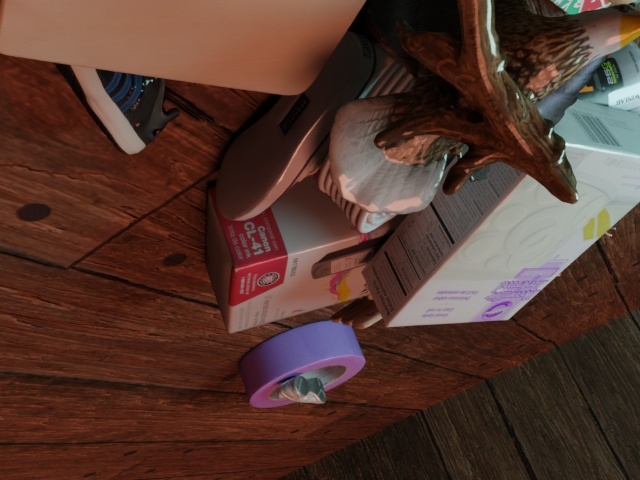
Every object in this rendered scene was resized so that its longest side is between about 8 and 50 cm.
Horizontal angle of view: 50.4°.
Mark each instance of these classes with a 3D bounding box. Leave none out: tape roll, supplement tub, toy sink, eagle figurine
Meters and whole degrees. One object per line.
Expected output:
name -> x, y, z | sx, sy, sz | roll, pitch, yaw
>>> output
tape roll -> -0.041, 0.282, 1.534 | 0.274, 0.090, 0.275 | -19, 154, -9
supplement tub -> 0.298, -0.181, 0.856 | 0.190, 0.117, 0.117 | -19, 155, -8
toy sink -> -0.095, -0.211, 0.467 | 0.234, 0.131, 0.153 | 0, 147, -33
eagle figurine -> 0.146, -0.149, 0.526 | 0.225, 0.298, 0.226 | 15, 128, 4

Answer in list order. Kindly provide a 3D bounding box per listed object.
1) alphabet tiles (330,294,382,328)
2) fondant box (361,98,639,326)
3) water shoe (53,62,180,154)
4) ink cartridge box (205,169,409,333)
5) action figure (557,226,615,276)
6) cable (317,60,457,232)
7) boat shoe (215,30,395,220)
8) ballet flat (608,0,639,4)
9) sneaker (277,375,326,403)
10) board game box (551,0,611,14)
alphabet tiles -> 0.151, 0.065, 1.153 | 0.278, 0.021, 0.284 | -30, -174, -15
fondant box -> 0.237, -0.023, 0.848 | 0.238, 0.096, 0.330 | 2, 141, -35
water shoe -> -0.184, -0.157, 0.598 | 0.080, 0.073, 0.203 | -40, 162, -13
ink cartridge box -> 0.000, 0.000, 0.961 | 0.306, 0.131, 0.226 | -13, 154, -16
action figure -> 0.370, 0.022, 1.094 | 0.091, 0.139, 0.280 | -37, 145, -17
cable -> 0.105, -0.126, 0.725 | 0.257, 0.089, 0.257 | -38, 166, -44
boat shoe -> -0.019, -0.116, 0.764 | 0.088, 0.096, 0.267 | 8, 131, -46
ballet flat -> 0.346, -0.330, 0.618 | 0.248, 0.086, 0.086 | -49, 149, 10
sneaker -> -0.039, 0.323, 1.461 | 0.061, 0.054, 0.152 | -22, 151, 22
board game box -> 0.254, -0.306, 0.674 | 0.259, 0.039, 0.124 | 10, 139, -45
